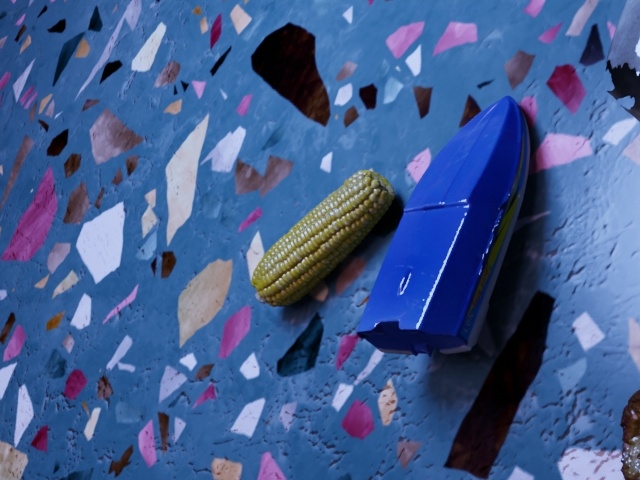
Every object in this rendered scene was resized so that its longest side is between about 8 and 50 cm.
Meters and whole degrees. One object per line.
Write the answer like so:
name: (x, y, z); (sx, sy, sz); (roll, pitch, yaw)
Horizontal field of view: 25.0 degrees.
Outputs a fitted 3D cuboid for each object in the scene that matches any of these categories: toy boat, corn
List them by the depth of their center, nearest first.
toy boat: (0.141, -0.021, 1.409); (0.129, 0.088, 0.295); (-7, 52, 49)
corn: (0.000, 0.000, 1.572); (0.206, 0.067, 0.067); (-45, 40, 24)

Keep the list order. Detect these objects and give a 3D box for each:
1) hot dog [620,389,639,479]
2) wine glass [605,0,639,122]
hot dog: (0.290, 0.155, 1.124); (0.147, 0.065, 0.099); (7, 83, 50)
wine glass: (0.377, -0.210, 1.113); (0.323, 0.238, 0.238); (-51, 37, -1)
